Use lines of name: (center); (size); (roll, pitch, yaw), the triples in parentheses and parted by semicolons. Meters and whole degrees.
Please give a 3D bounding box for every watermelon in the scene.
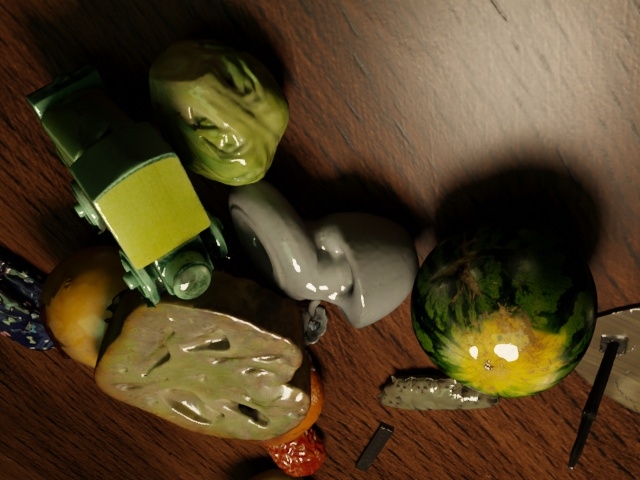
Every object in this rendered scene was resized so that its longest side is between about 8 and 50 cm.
watermelon: (0.268, 0.096, 1.127); (0.268, 0.269, 0.269); (11, 135, 11)

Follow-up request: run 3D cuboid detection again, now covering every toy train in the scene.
toy train: (-0.279, -0.085, 1.112); (0.397, 0.160, 0.253); (44, 162, 42)

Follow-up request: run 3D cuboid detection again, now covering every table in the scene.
table: (0.543, 0.265, 1.181); (0.317, 0.249, 0.317); (11, 135, 11)

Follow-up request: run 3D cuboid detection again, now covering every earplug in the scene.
earplug: (-0.005, 0.010, 1.216); (0.325, 0.175, 0.214); (25, 156, 8)

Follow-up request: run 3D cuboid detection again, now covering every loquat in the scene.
loquat: (-0.385, 0.118, 1.406); (0.235, 0.235, 0.235); (11, 135, 11)

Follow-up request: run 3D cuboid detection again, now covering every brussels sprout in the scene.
brussels sprout: (-0.147, -0.177, 1.094); (0.223, 0.161, 0.223); (32, 148, 23)

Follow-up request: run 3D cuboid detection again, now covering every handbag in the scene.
handbag: (-0.616, 0.122, 1.580); (0.260, 0.113, 0.162); (36, 140, -16)

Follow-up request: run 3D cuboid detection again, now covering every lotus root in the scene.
lotus root: (-0.191, 0.195, 1.271); (0.374, 0.111, 0.391); (-7, 136, 16)

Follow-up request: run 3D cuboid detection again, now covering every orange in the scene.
orange: (-0.105, 0.299, 1.514); (0.224, 0.170, 0.224); (10, 136, 10)

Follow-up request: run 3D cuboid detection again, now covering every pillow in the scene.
pillow: (0.211, 0.283, 1.465); (0.241, 0.051, 0.093); (-5, 130, 28)

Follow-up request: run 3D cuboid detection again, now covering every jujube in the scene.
jujube: (-0.065, 0.427, 1.674); (0.112, 0.109, 0.176); (-34, 111, 0)

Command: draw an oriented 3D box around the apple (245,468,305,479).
apple: (-0.106, 0.661, 1.814); (0.260, 0.194, 0.261); (0, 90, 15)

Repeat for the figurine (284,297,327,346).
figurine: (-0.031, 0.141, 1.405); (0.086, 0.094, 0.082); (42, 180, 18)

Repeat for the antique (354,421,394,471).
antique: (0.115, 0.450, 1.685); (0.031, 0.015, 0.192); (21, 136, 0)
